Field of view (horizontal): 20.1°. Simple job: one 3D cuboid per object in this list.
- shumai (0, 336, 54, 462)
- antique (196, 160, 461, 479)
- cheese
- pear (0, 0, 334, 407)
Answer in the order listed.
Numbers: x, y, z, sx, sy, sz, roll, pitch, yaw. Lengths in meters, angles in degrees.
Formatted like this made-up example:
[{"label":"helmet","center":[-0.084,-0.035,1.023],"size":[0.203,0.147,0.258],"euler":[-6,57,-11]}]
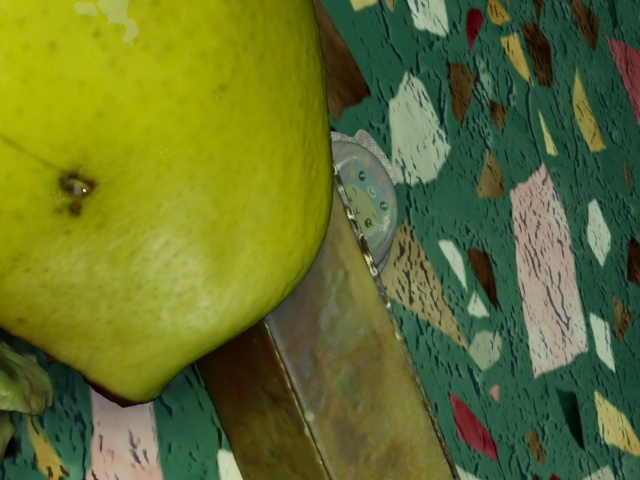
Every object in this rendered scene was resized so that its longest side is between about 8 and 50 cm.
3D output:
[{"label":"shumai","center":[-0.213,0.056,0.785],"size":[0.201,0.201,0.120],"euler":[39,86,-40]},{"label":"antique","center":[-0.023,0.038,1.068],"size":[0.093,0.087,0.310],"euler":[-25,97,-38]},{"label":"cheese","center":[0.000,0.000,1.176],"size":[0.105,0.042,0.191],"euler":[53,49,-23]},{"label":"pear","center":[-0.116,-0.130,0.848],"size":[0.386,0.191,0.340],"euler":[49,18,-20]}]
